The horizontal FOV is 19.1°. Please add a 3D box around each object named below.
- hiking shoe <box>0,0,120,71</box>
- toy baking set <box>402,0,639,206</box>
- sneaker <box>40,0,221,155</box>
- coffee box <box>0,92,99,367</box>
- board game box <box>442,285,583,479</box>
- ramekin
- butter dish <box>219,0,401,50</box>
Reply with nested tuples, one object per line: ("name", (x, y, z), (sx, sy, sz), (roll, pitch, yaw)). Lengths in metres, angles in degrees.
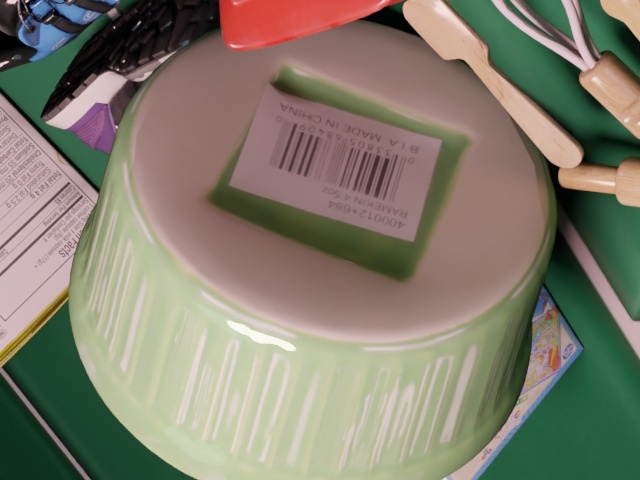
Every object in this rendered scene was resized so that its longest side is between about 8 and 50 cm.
("hiking shoe", (-0.170, -0.190, 1.302), (0.113, 0.132, 0.304), (45, 151, -3))
("toy baking set", (0.180, -0.091, 1.077), (0.256, 0.030, 0.196), (5, 136, 32))
("sneaker", (-0.089, -0.115, 1.365), (0.124, 0.107, 0.283), (36, 158, -18))
("coffee box", (-0.439, 0.025, 1.714), (0.334, 0.338, 0.338), (45, 152, -6))
("board game box", (0.107, 0.087, 1.303), (0.026, 0.154, 0.103), (0, 129, 52))
("ramekin", (0.000, 0.000, 1.185), (0.303, 0.303, 0.148), (35, 143, 15))
("butter dish", (0.022, -0.191, 1.092), (0.160, 0.118, 0.159), (-10, 79, 49))
